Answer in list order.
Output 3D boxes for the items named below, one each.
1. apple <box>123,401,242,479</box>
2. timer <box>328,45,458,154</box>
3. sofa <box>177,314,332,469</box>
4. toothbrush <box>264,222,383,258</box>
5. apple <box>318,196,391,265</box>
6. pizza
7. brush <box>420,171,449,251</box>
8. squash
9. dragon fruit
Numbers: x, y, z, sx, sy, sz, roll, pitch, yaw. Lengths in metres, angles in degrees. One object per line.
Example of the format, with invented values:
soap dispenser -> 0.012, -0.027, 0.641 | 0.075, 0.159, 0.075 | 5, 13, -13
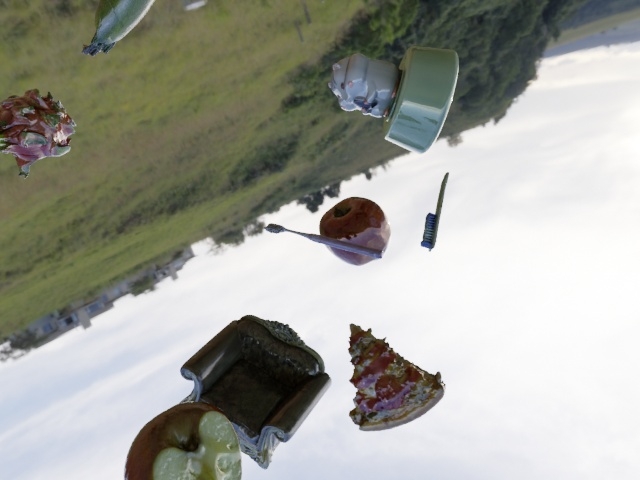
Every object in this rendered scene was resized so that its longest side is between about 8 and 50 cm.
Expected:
apple -> -0.225, 0.363, 0.852 | 0.160, 0.173, 0.195 | -8, -160, 34
timer -> 0.179, -0.412, 1.456 | 0.316, 0.290, 0.290 | 14, -164, -3
sofa -> -0.132, 0.285, 1.061 | 0.259, 0.181, 0.200 | 28, -143, 16
toothbrush -> 0.000, 0.000, 1.392 | 0.354, 0.024, 0.029 | 14, -149, 28
apple -> 0.116, -0.022, 1.691 | 0.230, 0.229, 0.230 | -18, -164, 5
pizza -> 0.100, 0.233, 0.921 | 0.188, 0.198, 0.062 | -36, 173, 21
brush -> 0.225, -0.060, 1.045 | 0.030, 0.033, 0.178 | 13, -116, 9
squash -> -0.340, -0.479, 0.992 | 0.331, 0.087, 0.087 | -47, -170, 14
dragon fruit -> -0.571, -0.202, 1.018 | 0.135, 0.137, 0.235 | -19, -145, 20
